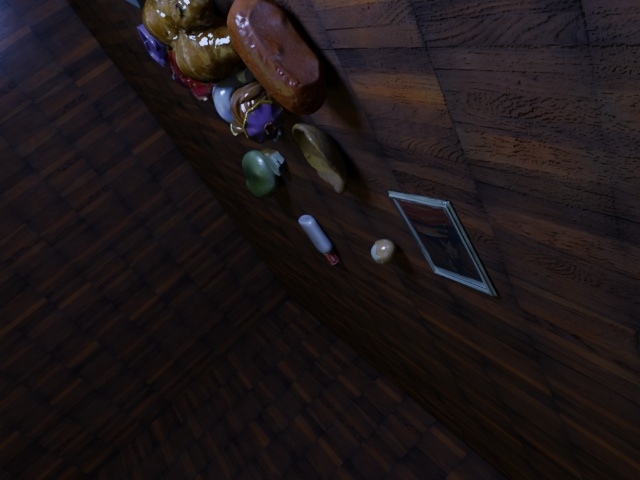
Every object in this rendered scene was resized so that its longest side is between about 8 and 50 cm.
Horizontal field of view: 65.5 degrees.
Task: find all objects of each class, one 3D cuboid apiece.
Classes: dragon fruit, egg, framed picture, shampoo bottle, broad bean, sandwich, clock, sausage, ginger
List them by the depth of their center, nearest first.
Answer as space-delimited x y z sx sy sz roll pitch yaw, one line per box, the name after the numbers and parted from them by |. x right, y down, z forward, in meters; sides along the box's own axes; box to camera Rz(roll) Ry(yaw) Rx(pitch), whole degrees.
-0.084 -0.363 0.984 0.258 0.133 0.133 50 167 -12 | sausage
0.271 0.005 1.125 0.273 0.016 0.216 55 166 -25 | framed picture
-0.303 -0.524 1.194 0.357 0.152 0.274 46 155 11 | ginger
0.178 0.030 1.375 0.071 0.071 0.083 47 164 6 | egg
-0.361 -0.497 1.487 0.161 0.126 0.274 46 167 14 | dragon fruit
-0.148 -0.259 1.672 0.093 0.035 0.105 33 160 47 | sandwich
-0.594 -0.708 1.798 0.110 0.050 0.153 45 167 16 | clock
-0.220 -0.238 1.840 0.169 0.100 0.228 32 159 30 | broad bean
0.000 0.000 1.899 0.221 0.051 0.108 55 163 -25 | shampoo bottle

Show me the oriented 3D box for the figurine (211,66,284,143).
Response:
-0.185 -0.351 1.291 0.263 0.142 0.190 39 130 46 | figurine

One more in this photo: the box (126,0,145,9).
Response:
-0.475 -0.704 1.225 0.135 0.163 0.243 36 163 12 | box

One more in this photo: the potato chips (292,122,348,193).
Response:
0.011 -0.212 1.241 0.208 0.062 0.195 49 172 -8 | potato chips

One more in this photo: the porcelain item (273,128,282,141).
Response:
-0.129 -0.319 1.468 0.036 0.028 0.083 32 166 -3 | porcelain item
